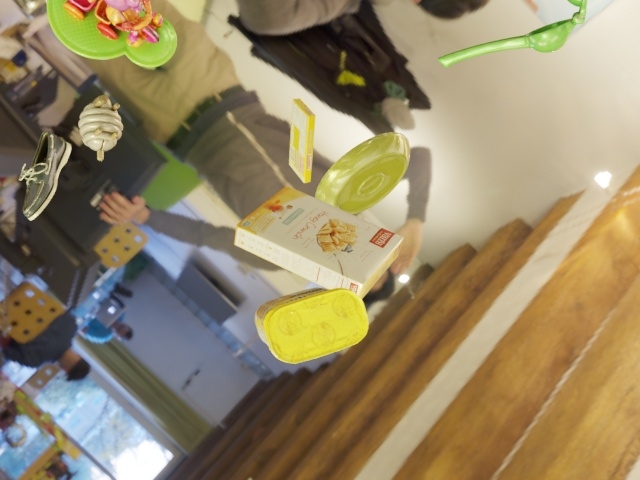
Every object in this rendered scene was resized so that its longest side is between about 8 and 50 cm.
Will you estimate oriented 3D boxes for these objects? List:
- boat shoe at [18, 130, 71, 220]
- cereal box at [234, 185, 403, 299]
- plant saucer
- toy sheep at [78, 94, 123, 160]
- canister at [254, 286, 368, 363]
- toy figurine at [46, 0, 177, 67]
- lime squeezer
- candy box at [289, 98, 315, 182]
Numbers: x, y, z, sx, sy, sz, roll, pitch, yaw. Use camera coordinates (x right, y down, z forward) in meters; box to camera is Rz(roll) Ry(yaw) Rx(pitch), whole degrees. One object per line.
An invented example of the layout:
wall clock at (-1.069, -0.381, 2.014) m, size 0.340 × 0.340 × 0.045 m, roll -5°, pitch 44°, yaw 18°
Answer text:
boat shoe at (-0.698, -0.167, 1.844) m, size 0.095 × 0.079 × 0.254 m, roll -14°, pitch -130°, yaw 35°
cereal box at (0.000, 0.000, 1.251) m, size 0.173 × 0.240 × 0.047 m, roll -45°, pitch 153°, yaw -51°
plant saucer at (0.099, -0.128, 1.564) m, size 0.241 × 0.037 × 0.241 m, roll -29°, pitch 155°, yaw -14°
toy sheep at (-0.422, -0.218, 1.420) m, size 0.091 × 0.091 × 0.132 m, roll 140°, pitch -46°, yaw -64°
canister at (-0.019, 0.106, 0.975) m, size 0.126 × 0.073 × 0.170 m, roll -17°, pitch -178°, yaw -12°
toy figurine at (-0.253, -0.287, 0.879) m, size 0.130 × 0.173 × 0.159 m, roll -58°, pitch -172°, yaw -6°
lime squeezer at (0.293, -0.311, 0.928) m, size 0.310 × 0.110 × 0.059 m, roll -49°, pitch 167°, yaw 30°
candy box at (-0.051, -0.269, 1.997) m, size 0.027 × 0.105 × 0.206 m, roll -14°, pitch 132°, yaw -24°
